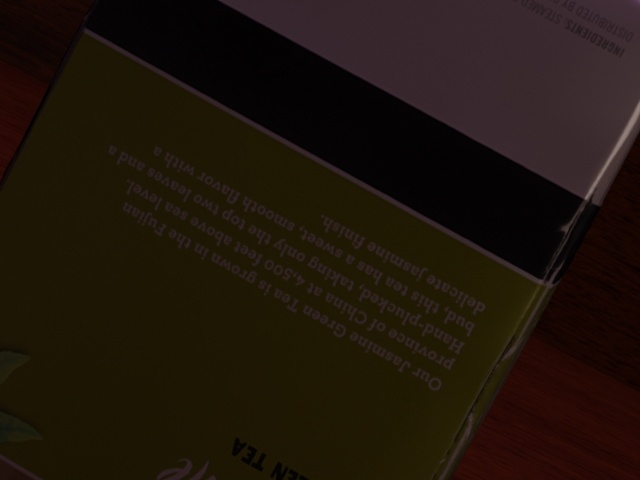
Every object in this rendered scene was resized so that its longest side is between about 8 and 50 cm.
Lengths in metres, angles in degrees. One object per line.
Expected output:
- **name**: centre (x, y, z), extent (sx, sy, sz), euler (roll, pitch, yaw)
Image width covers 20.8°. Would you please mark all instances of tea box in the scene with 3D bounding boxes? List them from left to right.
- **tea box**: centre (0.000, 0.000, 0.832), extent (0.220, 0.323, 0.329), euler (30, 7, 7)
